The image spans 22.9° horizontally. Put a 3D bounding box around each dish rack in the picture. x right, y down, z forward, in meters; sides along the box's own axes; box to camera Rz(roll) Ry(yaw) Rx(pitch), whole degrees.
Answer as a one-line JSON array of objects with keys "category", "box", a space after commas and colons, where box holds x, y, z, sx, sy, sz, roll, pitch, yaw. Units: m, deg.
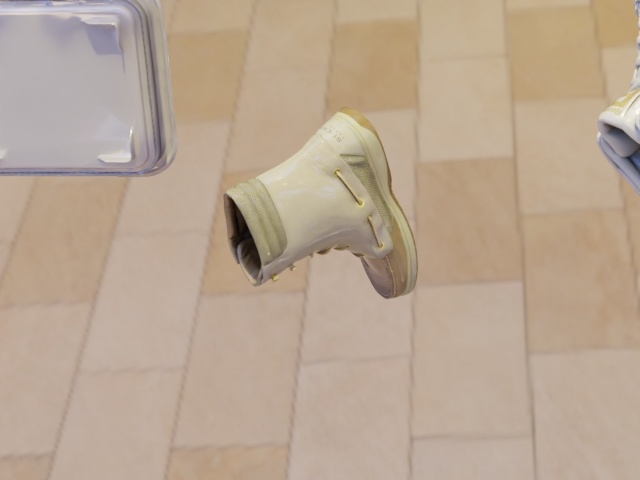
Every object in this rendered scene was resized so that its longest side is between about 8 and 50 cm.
[{"category": "dish rack", "box": [-0.370, -0.207, 2.122, 0.333, 0.285, 0.072, 1, 25, 10]}]

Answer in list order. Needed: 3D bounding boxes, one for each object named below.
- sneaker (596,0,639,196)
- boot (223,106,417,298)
[{"category": "sneaker", "box": [0.307, -0.160, 1.390, 0.169, 0.292, 0.108, -24, -1, -25]}, {"category": "boot", "box": [0.000, 0.000, 1.492, 0.165, 0.213, 0.077, -35, 38, -21]}]
